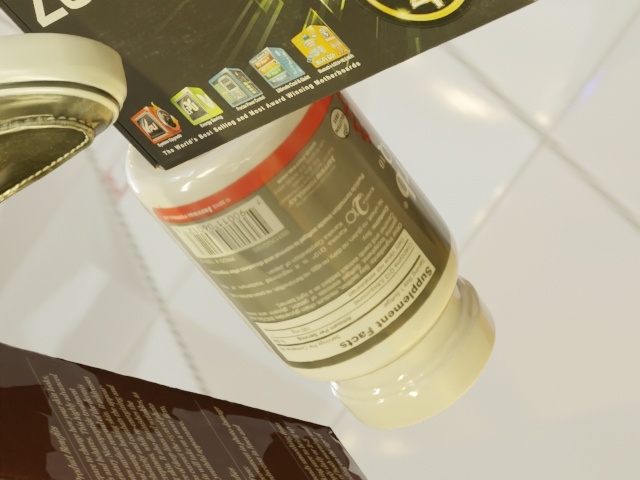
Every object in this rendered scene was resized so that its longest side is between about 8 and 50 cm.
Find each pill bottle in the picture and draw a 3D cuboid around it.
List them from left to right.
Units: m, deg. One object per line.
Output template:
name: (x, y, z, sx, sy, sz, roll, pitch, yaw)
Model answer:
pill bottle: (0.000, 0.000, 1.813, 0.363, 0.210, 0.210, 51, -178, -31)

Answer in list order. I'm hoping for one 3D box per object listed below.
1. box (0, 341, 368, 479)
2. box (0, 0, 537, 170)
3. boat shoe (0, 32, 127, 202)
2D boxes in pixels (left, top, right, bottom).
box: (-0.134, 0.194, 1.346, 0.381, 0.143, 0.191, 20, -162, -33)
box: (-0.073, -0.236, 1.342, 0.318, 0.395, 0.097, 49, -134, -23)
boat shoe: (-0.262, -0.027, 1.216, 0.121, 0.335, 0.119, 30, -134, -55)
